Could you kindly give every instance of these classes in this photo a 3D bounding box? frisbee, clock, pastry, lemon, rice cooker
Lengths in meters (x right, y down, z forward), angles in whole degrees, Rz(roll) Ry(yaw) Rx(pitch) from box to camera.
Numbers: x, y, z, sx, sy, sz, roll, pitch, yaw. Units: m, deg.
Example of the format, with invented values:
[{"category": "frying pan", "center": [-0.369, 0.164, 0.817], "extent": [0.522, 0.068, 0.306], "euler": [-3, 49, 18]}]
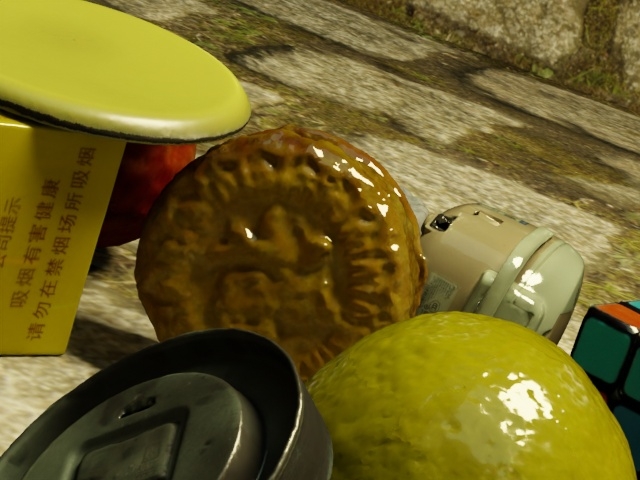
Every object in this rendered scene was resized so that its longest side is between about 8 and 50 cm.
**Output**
[{"category": "frisbee", "center": [-0.157, -0.119, 1.097], "extent": [0.236, 0.017, 0.236], "euler": [15, 22, -6]}, {"category": "clock", "center": [-0.079, 0.116, 0.736], "extent": [0.040, 0.184, 0.184], "euler": [57, -4, -28]}, {"category": "pastry", "center": [-0.025, 0.017, 1.092], "extent": [0.189, 0.188, 0.103], "euler": [20, 6, 7]}, {"category": "lemon", "center": [0.059, 0.129, 0.794], "extent": [0.184, 0.184, 0.248], "euler": [17, 14, -2]}, {"category": "rice cooker", "center": [0.113, 0.047, 1.205], "extent": [0.127, 0.145, 0.206], "euler": [31, 11, 15]}]

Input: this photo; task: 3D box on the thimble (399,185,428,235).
[{"category": "thimble", "center": [0.000, 0.001, 1.300], "extent": [0.127, 0.118, 0.151], "euler": [2, 23, -44]}]

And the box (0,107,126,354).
[{"category": "box", "center": [-0.252, -0.008, 0.979], "extent": [0.279, 0.153, 0.041], "euler": [3, 21, -43]}]

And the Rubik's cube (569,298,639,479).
[{"category": "Rubik's cube", "center": [0.232, 0.135, 1.022], "extent": [0.151, 0.154, 0.155], "euler": [29, 19, 34]}]

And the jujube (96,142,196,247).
[{"category": "jujube", "center": [-0.220, -0.076, 1.236], "extent": [0.255, 0.190, 0.190], "euler": [-6, 21, -13]}]
